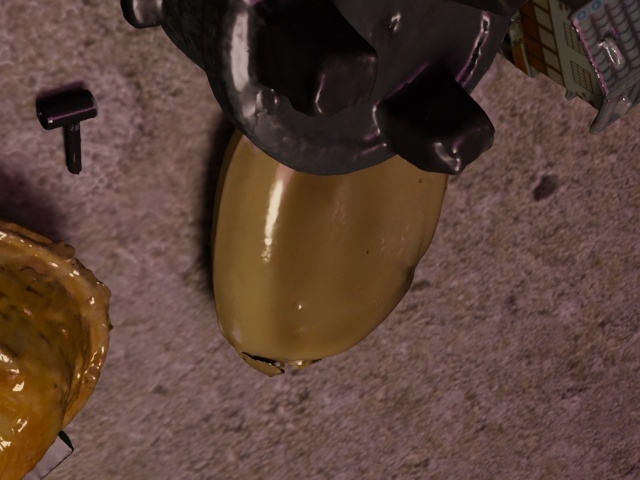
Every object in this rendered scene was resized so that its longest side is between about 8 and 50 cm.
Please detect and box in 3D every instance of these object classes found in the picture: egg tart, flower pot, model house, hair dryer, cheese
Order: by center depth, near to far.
[{"bbox_3d":[0.010,-0.206,0.976,0.299,0.283,0.299,-23,135,-24],"label":"flower pot"},{"bbox_3d":[-0.308,0.122,1.027,0.319,0.128,0.319,-21,137,-21],"label":"egg tart"},{"bbox_3d":[-0.218,-0.090,1.079,0.047,0.026,0.083,-20,140,-25],"label":"hair dryer"},{"bbox_3d":[0.290,-0.250,1.229,0.224,0.215,0.198,-36,137,-11],"label":"model house"},{"bbox_3d":[0.000,0.000,1.263,0.259,0.128,0.316,-3,118,-30],"label":"cheese"}]

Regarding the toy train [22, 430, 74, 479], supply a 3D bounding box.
[{"bbox_3d":[-0.341,0.257,1.238,0.209,0.042,0.044,-41,116,-4],"label":"toy train"}]
